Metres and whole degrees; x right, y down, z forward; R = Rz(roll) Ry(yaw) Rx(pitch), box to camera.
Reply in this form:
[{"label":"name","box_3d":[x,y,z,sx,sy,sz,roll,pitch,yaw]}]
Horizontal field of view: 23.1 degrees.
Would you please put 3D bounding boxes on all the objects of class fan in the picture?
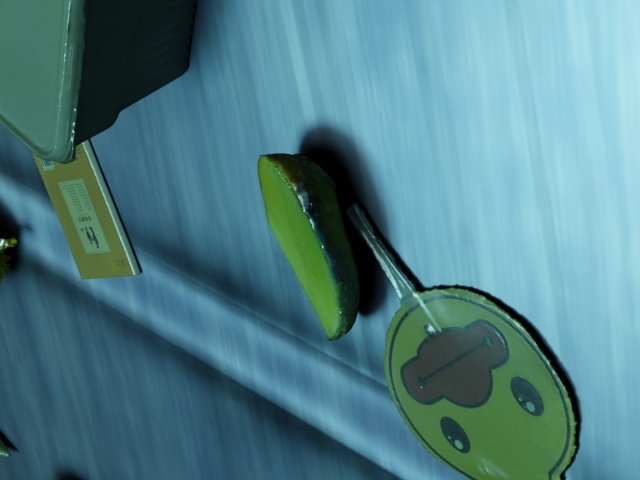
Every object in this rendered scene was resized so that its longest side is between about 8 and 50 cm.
[{"label":"fan","box_3d":[0.119,0.107,1.448,0.335,0.011,0.229,56,143,5]}]

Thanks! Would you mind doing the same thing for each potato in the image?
[{"label":"potato","box_3d":[0.000,0.000,1.479,0.119,0.054,0.198,7,121,66]}]

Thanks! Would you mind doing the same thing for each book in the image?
[{"label":"book","box_3d":[-0.273,-0.036,1.808,0.118,0.012,0.172,-4,110,50]}]

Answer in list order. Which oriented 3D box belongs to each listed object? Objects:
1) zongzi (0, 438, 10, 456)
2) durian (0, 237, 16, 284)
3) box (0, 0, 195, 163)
[{"label":"zongzi","box_3d":[-0.498,0.260,2.239,0.119,0.055,0.109,-5,109,38]},{"label":"durian","box_3d":[-0.454,0.003,1.973,0.208,0.102,0.146,-10,125,40]},{"label":"box","box_3d":[-0.209,-0.219,1.473,0.138,0.178,0.274,41,139,24]}]
